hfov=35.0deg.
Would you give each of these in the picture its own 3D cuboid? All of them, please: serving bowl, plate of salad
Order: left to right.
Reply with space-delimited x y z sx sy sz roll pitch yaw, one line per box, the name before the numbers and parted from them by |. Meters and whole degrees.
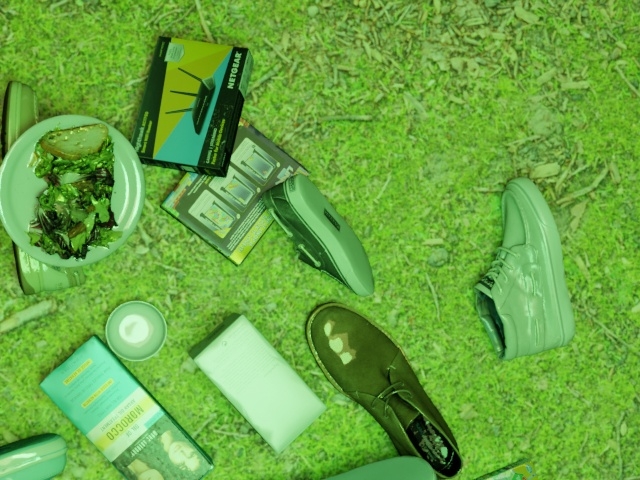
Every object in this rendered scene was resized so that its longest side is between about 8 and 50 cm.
plate of salad | -0.315 -0.062 1.312 0.200 0.048 0.199 -7 102 -33
serving bowl | -0.255 0.125 1.405 0.083 0.027 0.083 0 87 -9

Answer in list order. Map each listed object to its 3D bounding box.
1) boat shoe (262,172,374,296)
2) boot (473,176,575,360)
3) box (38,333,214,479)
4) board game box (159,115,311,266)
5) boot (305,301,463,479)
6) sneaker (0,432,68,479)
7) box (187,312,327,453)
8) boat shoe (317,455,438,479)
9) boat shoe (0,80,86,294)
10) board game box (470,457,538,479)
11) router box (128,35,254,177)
boat shoe | 0.000 0.000 1.423 0.070 0.077 0.219 -24 119 24
boot | 0.279 0.044 1.467 0.123 0.095 0.258 -16 91 -17
box | -0.262 0.250 1.382 0.100 0.060 0.244 -43 95 -9
board game box | -0.119 -0.071 1.428 0.141 0.048 0.170 39 81 -8
boot | 0.098 0.209 1.422 0.112 0.115 0.305 -40 93 -8
sneaker | -0.444 0.394 1.314 0.319 0.127 0.208 -25 90 -1
box | -0.089 0.190 1.380 0.091 0.130 0.170 -42 94 -10
boat shoe | -0.006 0.410 1.387 0.367 0.136 0.156 -16 116 3
boat shoe | -0.375 -0.072 1.363 0.089 0.104 0.285 -7 100 -18
board game box | 0.285 0.411 1.488 0.103 0.026 0.154 -20 91 -10
router box | -0.176 -0.183 1.393 0.133 0.046 0.178 9 76 10
